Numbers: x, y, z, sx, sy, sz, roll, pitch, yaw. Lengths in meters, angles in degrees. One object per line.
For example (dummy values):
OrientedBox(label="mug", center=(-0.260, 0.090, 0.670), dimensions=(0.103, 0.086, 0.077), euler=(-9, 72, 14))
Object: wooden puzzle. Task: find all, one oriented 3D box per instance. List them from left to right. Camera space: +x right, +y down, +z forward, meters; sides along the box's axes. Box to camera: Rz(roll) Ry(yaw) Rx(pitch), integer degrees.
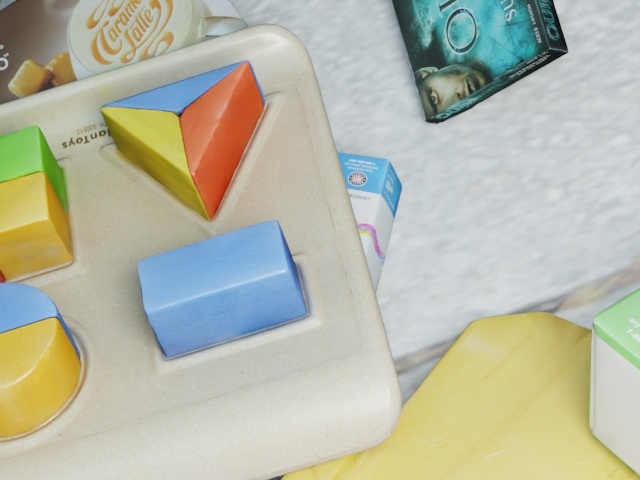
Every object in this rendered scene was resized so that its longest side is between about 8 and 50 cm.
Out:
OrientedBox(label="wooden puzzle", center=(-0.137, 0.013, 1.234), dimensions=(0.322, 0.080, 0.348), euler=(-17, 51, 3))

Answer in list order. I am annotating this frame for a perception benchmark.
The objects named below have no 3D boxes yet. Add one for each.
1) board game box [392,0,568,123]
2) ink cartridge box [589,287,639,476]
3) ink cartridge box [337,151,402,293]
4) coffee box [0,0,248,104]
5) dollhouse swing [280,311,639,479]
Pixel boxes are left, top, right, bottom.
OrientedBox(label="board game box", center=(0.103, -0.194, 1.387), dimensions=(0.126, 0.026, 0.186), euler=(-30, 67, 40))
OrientedBox(label="ink cartridge box", center=(0.330, 0.072, 1.157), dimensions=(0.273, 0.115, 0.198), euler=(-30, 48, -22))
OrientedBox(label="ink cartridge box", center=(0.000, 0.000, 1.366), dimensions=(0.088, 0.052, 0.122), euler=(9, 72, 16))
OrientedBox(label="coffee box", center=(-0.175, -0.116, 1.422), dimensions=(0.246, 0.098, 0.141), euler=(-33, 71, -1))
OrientedBox(label="dollhouse swing", center=(0.149, 0.268, 1.219), dimensions=(0.347, 0.305, 0.315), euler=(22, 116, 20))
